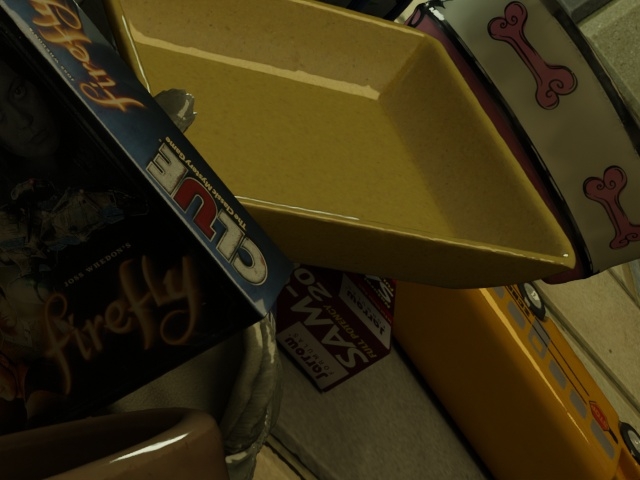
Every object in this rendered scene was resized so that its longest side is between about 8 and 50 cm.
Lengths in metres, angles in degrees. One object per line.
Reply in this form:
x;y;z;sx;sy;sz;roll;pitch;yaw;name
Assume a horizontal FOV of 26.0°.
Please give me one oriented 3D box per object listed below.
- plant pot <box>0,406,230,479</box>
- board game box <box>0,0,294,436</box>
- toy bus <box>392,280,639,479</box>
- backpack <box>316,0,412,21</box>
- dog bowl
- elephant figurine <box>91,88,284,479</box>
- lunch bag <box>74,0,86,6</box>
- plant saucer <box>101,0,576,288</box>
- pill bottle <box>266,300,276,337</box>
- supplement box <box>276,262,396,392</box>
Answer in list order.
-0.134;0.193;0.437;0.263;0.263;0.229;-9;85;-66;plant pot
-0.155;0.012;0.590;0.165;0.243;0.042;50;32;-14;board game box
0.187;0.142;1.305;0.332;0.108;0.130;55;23;-6;toy bus
0.011;-0.317;1.367;0.213;0.276;0.263;26;46;-12;backpack
0.231;-0.127;1.575;0.408;0.150;0.408;58;1;-2;dog bowl
-0.085;0.080;0.726;0.239;0.186;0.169;47;32;3;elephant figurine
-0.187;-0.155;0.753;0.115;0.243;0.303;52;22;-11;lunch bag
-0.009;-0.081;1.078;0.333;0.081;0.332;10;34;-28;plant saucer
-0.075;0.081;0.859;0.094;0.094;0.169;41;32;-34;pill bottle
0.000;0.000;1.157;0.130;0.073;0.239;47;25;-21;supplement box
